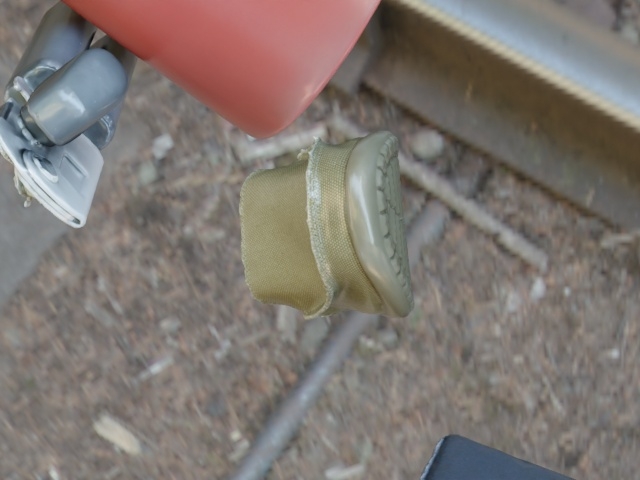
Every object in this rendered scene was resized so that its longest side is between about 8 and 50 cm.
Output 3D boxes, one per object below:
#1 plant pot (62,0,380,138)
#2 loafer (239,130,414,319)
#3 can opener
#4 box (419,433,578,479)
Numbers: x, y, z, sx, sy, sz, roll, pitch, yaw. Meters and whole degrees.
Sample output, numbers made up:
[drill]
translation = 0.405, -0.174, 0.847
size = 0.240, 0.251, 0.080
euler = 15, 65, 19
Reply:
[plant pot]
translation = -0.081, -0.234, 1.145
size = 0.243, 0.275, 0.275
euler = 25, 66, -15
[loafer]
translation = 0.000, 0.000, 0.571
size = 0.050, 0.148, 0.056
euler = -5, 83, -1
[can opener]
translation = -0.143, -0.089, 1.121
size = 0.093, 0.074, 0.280
euler = -36, 18, 11
[box]
translation = 0.190, 0.435, 0.987
size = 0.480, 0.471, 0.297
euler = 21, 24, 6
